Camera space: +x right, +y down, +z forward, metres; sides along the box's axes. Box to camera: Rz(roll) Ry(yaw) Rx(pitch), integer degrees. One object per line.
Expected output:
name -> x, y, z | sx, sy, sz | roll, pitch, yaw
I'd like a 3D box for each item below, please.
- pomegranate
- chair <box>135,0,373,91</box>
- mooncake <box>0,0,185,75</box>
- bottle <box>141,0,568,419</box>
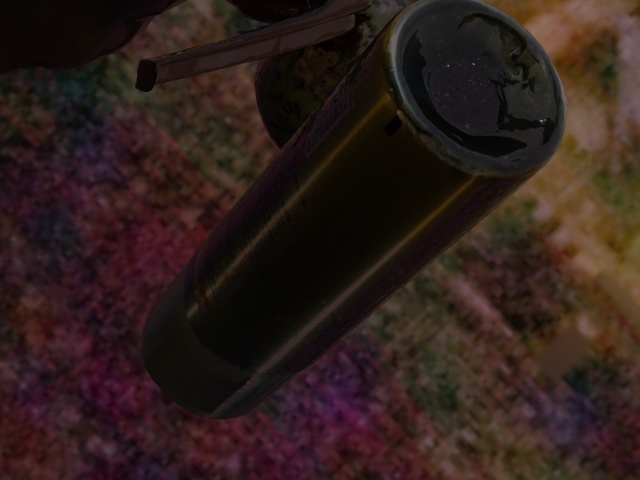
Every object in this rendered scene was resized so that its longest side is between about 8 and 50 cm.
pomegranate -> 0.040, -0.104, 0.949 | 0.138, 0.163, 0.125 | 100, -10, -49
chair -> -0.012, -0.209, 0.872 | 0.326, 0.176, 0.183 | -17, 29, -36
mooncake -> -0.094, -0.175, 0.466 | 0.228, 0.228, 0.124 | 46, 41, 0
bottle -> 0.000, 0.000, 0.665 | 0.082, 0.082, 0.286 | 46, -36, 0
